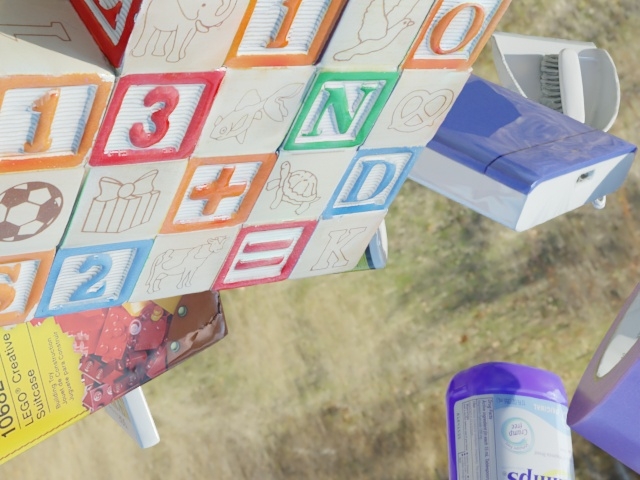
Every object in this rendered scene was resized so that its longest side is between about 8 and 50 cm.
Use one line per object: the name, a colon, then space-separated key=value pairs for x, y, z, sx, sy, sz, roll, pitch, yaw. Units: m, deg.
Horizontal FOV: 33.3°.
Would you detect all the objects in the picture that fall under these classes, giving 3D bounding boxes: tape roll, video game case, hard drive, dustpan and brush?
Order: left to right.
video game case: x=-0.253 y=0.109 z=1.210 sx=0.026 sy=0.227 sz=0.206 roll=-21 pitch=-170 yaw=-20
hard drive: x=0.049 y=-0.107 z=0.778 sx=0.210 sy=0.318 sz=0.040 roll=-18 pitch=131 yaw=-55
dustpan and brush: x=0.262 y=-0.128 z=1.115 sx=0.147 sy=0.211 sz=0.060 roll=2 pitch=165 yaw=-23
tape roll: x=0.307 y=0.057 z=0.847 sx=0.275 sy=0.090 sz=0.275 roll=-54 pitch=170 yaw=-14

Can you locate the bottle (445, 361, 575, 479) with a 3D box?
bottle: x=0.176 y=0.256 z=0.965 sx=0.118 sy=0.283 sz=0.092 roll=15 pitch=152 yaw=-29

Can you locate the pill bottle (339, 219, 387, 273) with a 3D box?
pill bottle: x=0.000 y=0.000 z=0.984 sx=0.116 sy=0.065 sz=0.065 roll=-6 pitch=165 yaw=11

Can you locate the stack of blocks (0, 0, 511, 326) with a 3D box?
stack of blocks: x=-0.087 y=-0.058 z=0.408 sx=0.297 sy=0.087 sz=0.171 roll=-8 pitch=141 yaw=-38

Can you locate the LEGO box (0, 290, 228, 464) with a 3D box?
LEGO box: x=-0.289 y=-0.108 z=0.628 sx=0.193 sy=0.500 sz=0.372 roll=13 pitch=-149 yaw=42
